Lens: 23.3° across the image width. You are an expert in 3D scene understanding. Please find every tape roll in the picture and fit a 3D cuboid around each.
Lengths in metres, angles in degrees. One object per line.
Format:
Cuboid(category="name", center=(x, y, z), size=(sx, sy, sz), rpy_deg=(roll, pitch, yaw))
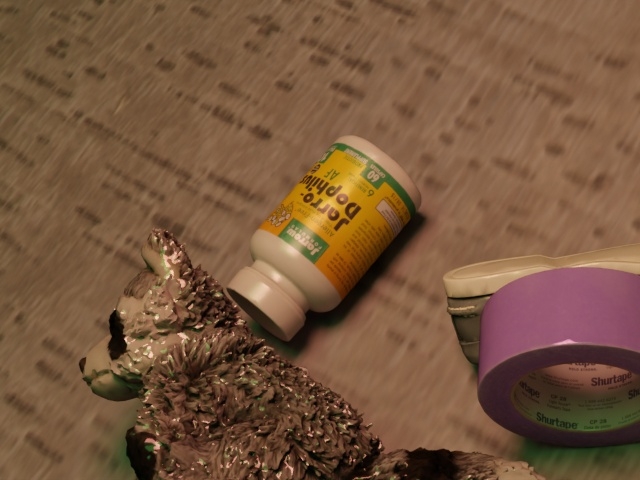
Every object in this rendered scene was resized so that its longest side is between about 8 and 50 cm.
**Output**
Cuboid(category="tape roll", center=(0.235, 0.107, 1.385), size=(0.189, 0.189, 0.080), rpy_deg=(-9, 52, 21))

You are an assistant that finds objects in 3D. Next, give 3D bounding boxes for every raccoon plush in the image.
Cuboid(category="raccoon plush", center=(-0.015, 0.152, 1.505), size=(0.446, 0.216, 0.299), rpy_deg=(6, 54, -4))

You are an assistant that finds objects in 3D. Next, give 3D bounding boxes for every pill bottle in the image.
Cuboid(category="pill bottle", center=(0.000, 0.000, 1.630), size=(0.117, 0.117, 0.208), rpy_deg=(31, 74, 39))

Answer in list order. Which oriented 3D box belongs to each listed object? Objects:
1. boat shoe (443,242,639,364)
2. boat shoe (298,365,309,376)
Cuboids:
Cuboid(category="boat shoe", center=(0.279, 0.061, 1.481), size=(0.319, 0.116, 0.099), rpy_deg=(-6, 99, 14))
Cuboid(category="boat shoe", center=(-0.058, 0.143, 1.612), size=(0.100, 0.035, 0.035), rpy_deg=(-21, 52, 20))
